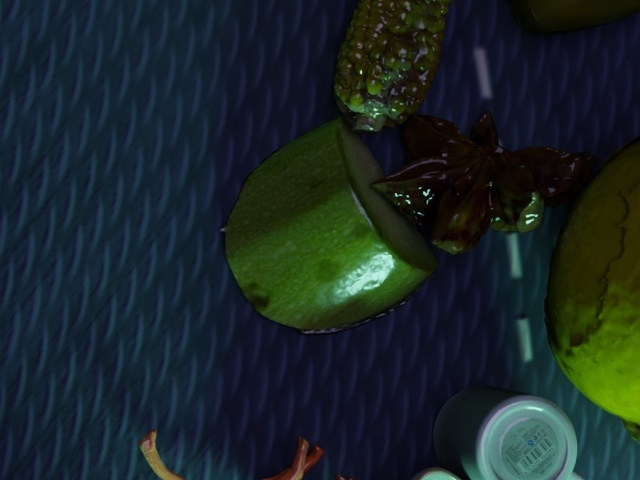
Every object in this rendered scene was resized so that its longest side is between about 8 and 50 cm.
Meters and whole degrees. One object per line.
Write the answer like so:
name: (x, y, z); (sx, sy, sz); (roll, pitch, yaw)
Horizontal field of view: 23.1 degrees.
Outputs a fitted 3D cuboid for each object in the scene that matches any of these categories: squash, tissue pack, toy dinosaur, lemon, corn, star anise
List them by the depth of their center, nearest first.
lemon: (0.348, 0.037, 1.435); (0.297, 0.297, 0.297); (1, 84, -13)
toy dinosaur: (-0.032, 0.229, 1.441); (0.279, 0.055, 0.101); (33, 84, -8)
squash: (0.008, -0.005, 1.460); (0.184, 0.085, 0.192); (-34, 91, -15)
star anise: (0.155, -0.051, 1.472); (0.212, 0.196, 0.111); (12, 110, 1)
corn: (0.085, -0.251, 1.503); (0.097, 0.097, 0.320); (17, 79, -11)
tissue pack: (0.274, -0.275, 1.532); (0.178, 0.127, 0.123); (-19, 91, -14)

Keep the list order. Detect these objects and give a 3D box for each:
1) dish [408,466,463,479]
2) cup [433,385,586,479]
dish: (0.129, 0.314, 1.446); (0.212, 0.077, 0.151); (34, 76, -19)
cup: (0.188, 0.189, 1.458); (0.136, 0.133, 0.099); (5, 86, -13)
